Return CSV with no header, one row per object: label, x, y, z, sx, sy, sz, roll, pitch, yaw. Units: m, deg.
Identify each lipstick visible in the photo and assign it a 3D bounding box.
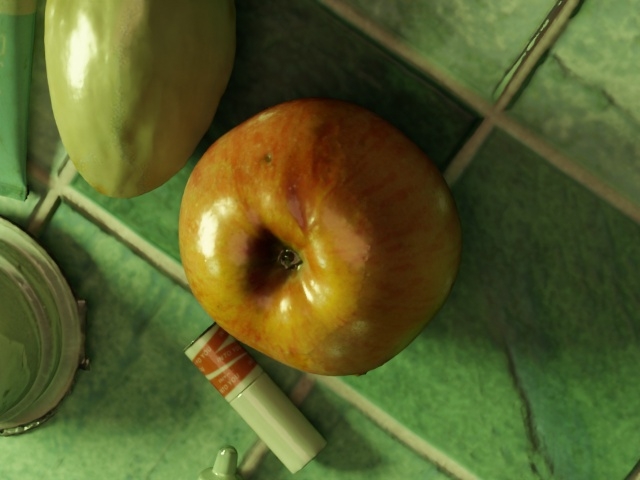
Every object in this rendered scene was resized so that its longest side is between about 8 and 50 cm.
lipstick,-0.051,0.122,1.469,0.038,0.038,0.130,-41,90,19

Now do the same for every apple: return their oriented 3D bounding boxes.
apple,0.000,0.000,1.363,0.209,0.164,0.209,4,105,15

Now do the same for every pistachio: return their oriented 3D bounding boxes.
pistachio,-0.133,-0.141,1.382,0.144,0.144,0.215,11,111,11

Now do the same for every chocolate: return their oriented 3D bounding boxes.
chocolate,-0.303,0.078,1.466,0.221,0.147,0.221,4,103,17

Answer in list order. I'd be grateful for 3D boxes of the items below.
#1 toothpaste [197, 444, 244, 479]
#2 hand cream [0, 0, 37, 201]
toothpaste,-0.094,0.271,1.518,0.060,0.038,0.233,16,109,13
hand cream,-0.262,-0.184,1.438,0.111,0.070,0.312,13,109,8
